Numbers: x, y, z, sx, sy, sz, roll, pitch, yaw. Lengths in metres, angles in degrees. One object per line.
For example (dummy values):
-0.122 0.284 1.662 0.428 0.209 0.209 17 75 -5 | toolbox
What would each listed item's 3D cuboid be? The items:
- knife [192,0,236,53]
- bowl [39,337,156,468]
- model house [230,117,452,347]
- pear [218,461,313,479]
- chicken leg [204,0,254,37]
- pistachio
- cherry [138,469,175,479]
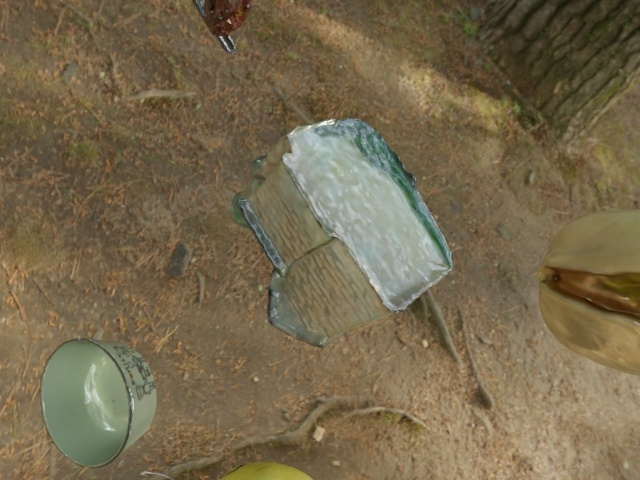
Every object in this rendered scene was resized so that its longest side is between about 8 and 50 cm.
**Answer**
-0.170 -0.354 0.872 0.031 0.121 0.018 -43 49 -8 | knife
-0.361 0.262 0.920 0.112 0.211 0.212 -3 66 -64 | bowl
-0.001 0.001 0.867 0.243 0.284 0.299 -27 84 -49 | model house
-0.132 0.699 1.274 0.348 0.348 0.349 13 61 -26 | pear
-0.099 -0.256 0.545 0.053 0.205 0.093 -17 108 -10 | chicken leg
0.370 0.062 0.611 0.187 0.299 0.188 -2 99 -16 | pistachio
-0.387 0.624 1.261 0.188 0.148 0.115 33 47 -31 | cherry
